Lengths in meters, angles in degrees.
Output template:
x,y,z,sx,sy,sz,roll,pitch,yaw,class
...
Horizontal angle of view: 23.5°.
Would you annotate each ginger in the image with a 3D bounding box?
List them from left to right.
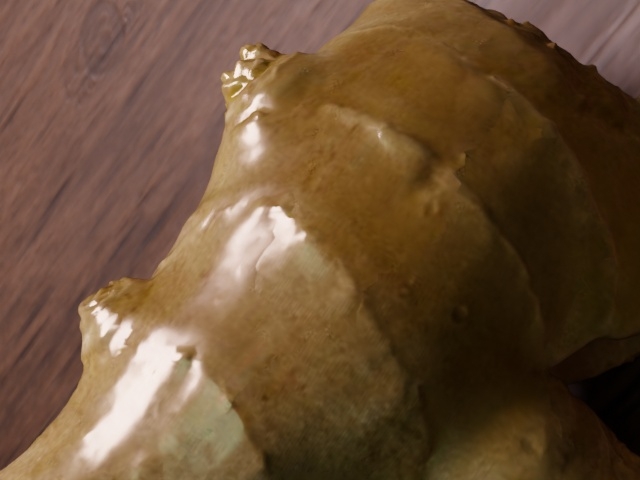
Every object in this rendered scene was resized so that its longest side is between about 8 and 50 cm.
x,y,z,sx,sy,sz,roll,pitch,yaw,class
0.004,0.074,0.627,0.375,0.236,0.166,-52,16,1,ginger
